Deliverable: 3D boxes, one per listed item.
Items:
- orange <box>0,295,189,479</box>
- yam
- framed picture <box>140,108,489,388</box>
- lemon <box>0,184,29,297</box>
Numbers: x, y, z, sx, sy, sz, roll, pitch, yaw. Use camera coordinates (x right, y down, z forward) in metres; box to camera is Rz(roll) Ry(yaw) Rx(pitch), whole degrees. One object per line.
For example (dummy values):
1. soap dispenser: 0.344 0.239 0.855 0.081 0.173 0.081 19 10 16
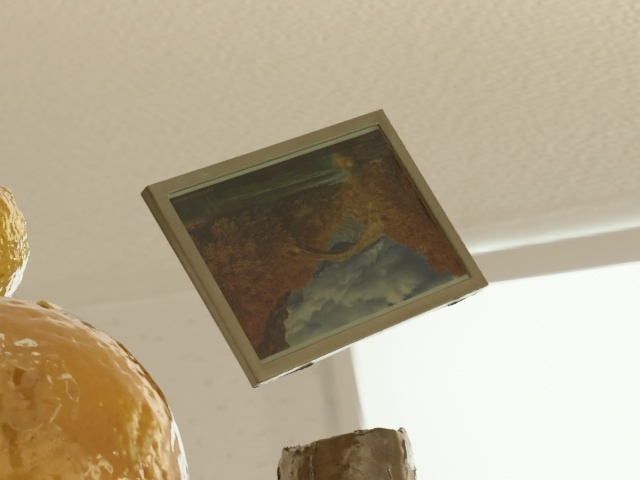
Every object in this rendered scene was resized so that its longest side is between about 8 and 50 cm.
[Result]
1. orange: -0.170 0.131 0.843 0.219 0.193 0.219 -11 -118 22
2. yam: 0.031 0.267 1.409 0.129 0.128 0.238 -19 -119 29
3. framed picture: 0.000 0.000 1.384 0.184 0.250 0.016 60 -36 15
4. lemon: -0.317 0.007 1.412 0.142 0.187 0.142 3 -85 27
